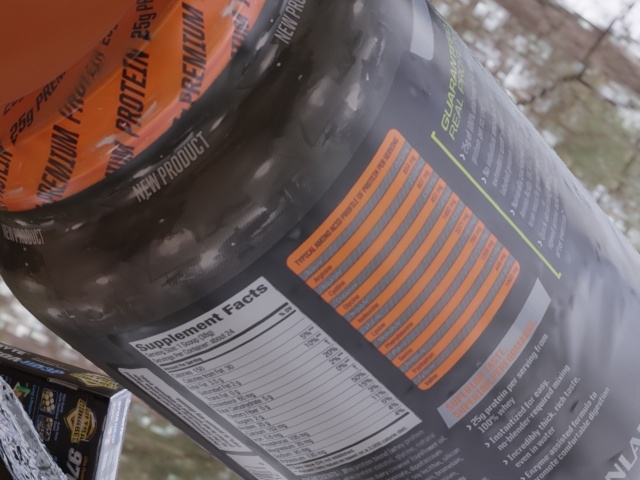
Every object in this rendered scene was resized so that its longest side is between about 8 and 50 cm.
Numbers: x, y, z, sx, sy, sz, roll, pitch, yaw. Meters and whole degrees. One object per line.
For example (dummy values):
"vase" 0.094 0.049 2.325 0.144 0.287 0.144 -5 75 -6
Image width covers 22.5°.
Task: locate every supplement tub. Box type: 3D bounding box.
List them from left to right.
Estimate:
"supplement tub" 0.000 0.000 0.702 0.207 0.338 0.207 -27 -141 24

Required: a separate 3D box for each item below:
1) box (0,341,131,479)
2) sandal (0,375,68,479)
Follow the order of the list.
"box" -0.273 0.212 1.452 0.175 0.051 0.220 15 -78 18
"sandal" -0.134 0.268 1.161 0.107 0.446 0.167 -31 177 1
